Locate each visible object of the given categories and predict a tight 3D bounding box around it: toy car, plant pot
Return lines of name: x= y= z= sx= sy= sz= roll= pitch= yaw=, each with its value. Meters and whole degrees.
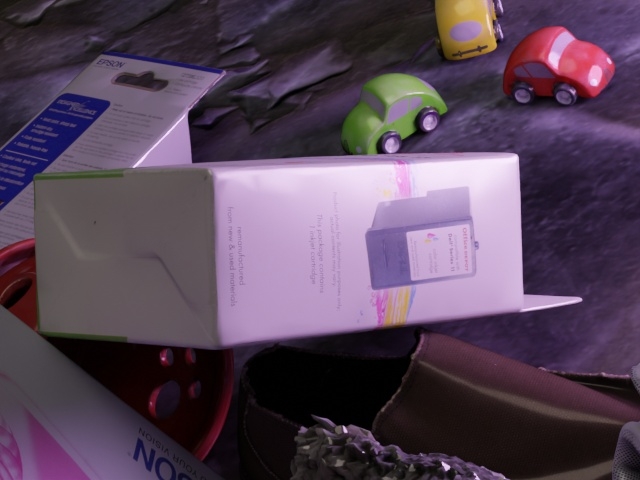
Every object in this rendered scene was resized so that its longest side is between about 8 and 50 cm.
toy car: x=0.112 y=-0.149 z=1.745 sx=0.225 sy=0.053 sz=0.239 roll=-32 pitch=36 yaw=-12
plant pot: x=-0.190 y=0.093 z=1.493 sx=0.191 sy=0.191 sz=0.174 roll=-41 pitch=34 yaw=-22

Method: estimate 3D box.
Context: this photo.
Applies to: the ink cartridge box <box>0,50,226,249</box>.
ink cartridge box: x=-0.249 y=-0.034 z=1.794 sx=0.176 sy=0.069 sz=0.371 roll=13 pitch=52 yaw=41

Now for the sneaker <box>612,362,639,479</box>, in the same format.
sneaker: x=0.283 y=0.101 z=1.190 sx=0.210 sy=0.137 sz=0.366 roll=8 pitch=35 yaw=2

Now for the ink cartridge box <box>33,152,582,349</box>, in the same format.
ink cartridge box: x=0.000 y=0.000 z=1.385 sx=0.353 sy=0.119 sz=0.207 roll=-4 pitch=3 yaw=-42

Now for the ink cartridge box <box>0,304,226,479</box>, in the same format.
ink cartridge box: x=-0.202 y=0.207 z=1.246 sx=0.071 sy=0.324 sz=0.330 roll=-33 pitch=28 yaw=31

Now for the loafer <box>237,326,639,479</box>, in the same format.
loafer: x=0.091 y=0.133 z=1.332 sx=0.366 sy=0.130 sz=0.133 roll=-3 pitch=41 yaw=26

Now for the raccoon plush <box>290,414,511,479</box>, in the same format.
raccoon plush: x=0.004 y=0.312 z=1.009 sx=0.216 sy=0.299 sz=0.446 roll=10 pitch=48 yaw=37
